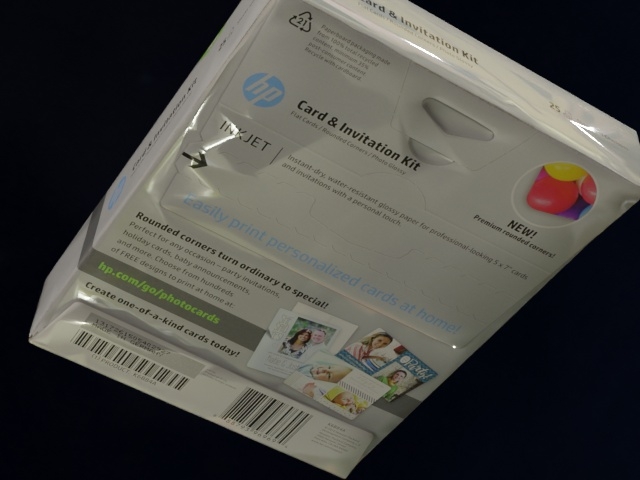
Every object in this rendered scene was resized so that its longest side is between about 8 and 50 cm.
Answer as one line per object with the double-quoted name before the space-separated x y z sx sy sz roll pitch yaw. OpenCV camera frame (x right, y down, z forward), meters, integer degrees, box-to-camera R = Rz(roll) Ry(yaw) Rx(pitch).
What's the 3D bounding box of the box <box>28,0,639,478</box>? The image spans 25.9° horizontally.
"box" 0.000 0.000 0.503 0.145 0.038 0.186 26 -51 -19
